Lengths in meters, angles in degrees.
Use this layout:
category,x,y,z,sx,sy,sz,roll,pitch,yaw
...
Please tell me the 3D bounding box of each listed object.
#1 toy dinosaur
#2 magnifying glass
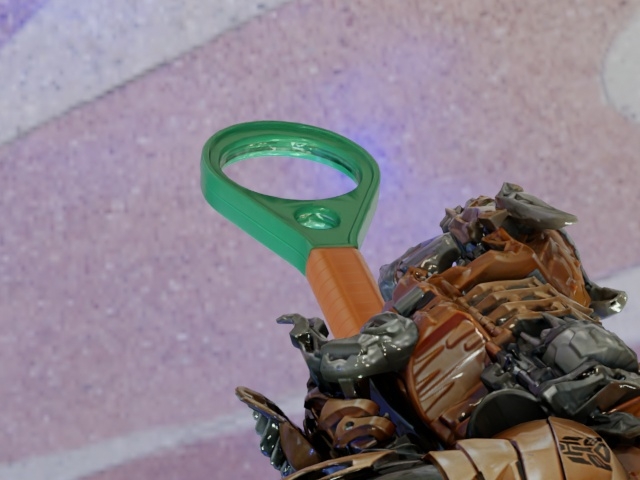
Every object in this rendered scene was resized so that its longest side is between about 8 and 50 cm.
category,x,y,z,sx,sy,sz,roll,pitch,yaw
toy dinosaur,0.029,0.095,0.439,0.218,0.322,0.164,-28,99,14
magnifying glass,0.000,0.000,0.765,0.092,0.231,0.026,-1,118,-16
